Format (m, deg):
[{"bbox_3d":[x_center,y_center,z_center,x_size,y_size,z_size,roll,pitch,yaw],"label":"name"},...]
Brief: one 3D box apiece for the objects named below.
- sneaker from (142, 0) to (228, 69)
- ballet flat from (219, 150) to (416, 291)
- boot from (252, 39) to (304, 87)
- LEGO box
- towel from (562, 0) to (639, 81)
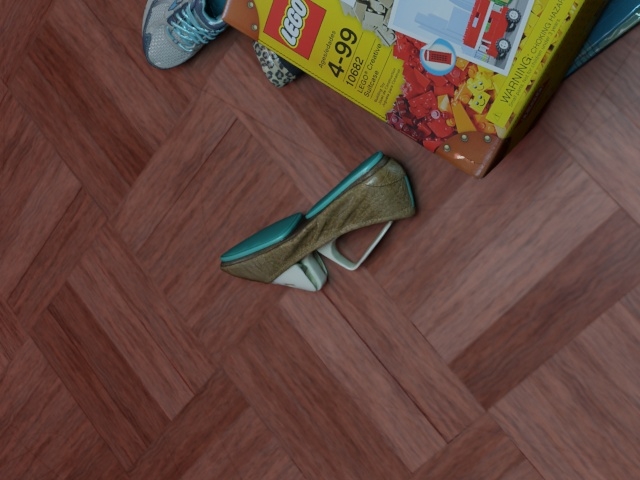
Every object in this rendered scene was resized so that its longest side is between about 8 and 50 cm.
[{"bbox_3d":[-0.178,-0.342,1.321,0.110,0.122,0.283,31,127,-26],"label":"sneaker"},{"bbox_3d":[0.000,0.000,1.319,0.342,0.116,0.124,-32,101,29],"label":"ballet flat"},{"bbox_3d":[-0.033,-0.349,1.277,0.178,0.085,0.236,-23,85,36],"label":"boot"},{"bbox_3d":[0.153,-0.381,0.948,0.372,0.193,0.500,34,128,13],"label":"LEGO box"},{"bbox_3d":[0.220,-0.357,1.143,0.271,0.040,0.370,-37,77,30],"label":"towel"}]
